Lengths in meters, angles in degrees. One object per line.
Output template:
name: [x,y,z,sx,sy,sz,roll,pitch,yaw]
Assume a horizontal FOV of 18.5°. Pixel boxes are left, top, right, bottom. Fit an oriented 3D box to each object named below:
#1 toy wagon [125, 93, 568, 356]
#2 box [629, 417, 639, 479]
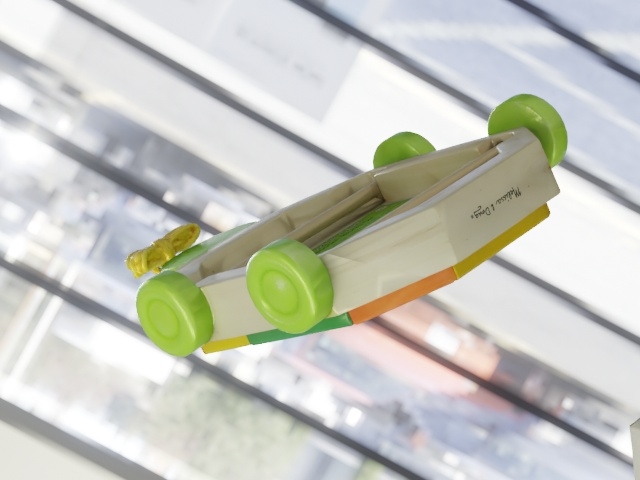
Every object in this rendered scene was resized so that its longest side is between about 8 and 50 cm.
toy wagon: [0.000,0.000,1.322,0.344,0.267,0.068,-15,102,49]
box: [0.252,0.174,1.034,0.186,0.038,0.145,21,132,43]
